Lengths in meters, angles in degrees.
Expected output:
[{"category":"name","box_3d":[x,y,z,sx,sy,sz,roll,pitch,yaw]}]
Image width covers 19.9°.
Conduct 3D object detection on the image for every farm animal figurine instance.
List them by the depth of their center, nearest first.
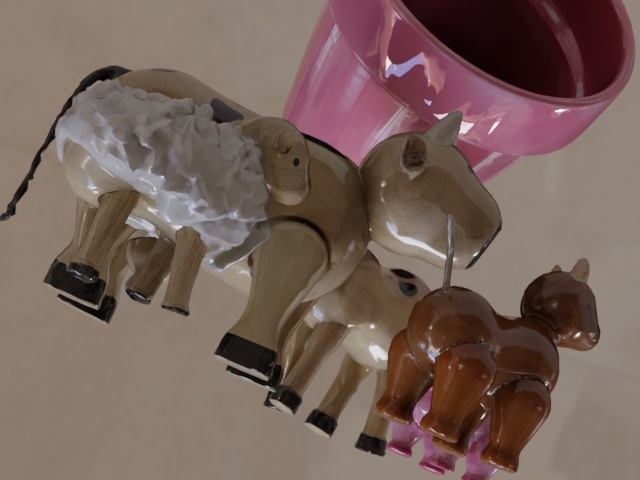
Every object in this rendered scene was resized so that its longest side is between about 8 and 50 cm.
[{"category":"farm animal figurine","box_3d":[0.000,0.000,0.986,0.327,0.172,0.330,25,170,-13]}]

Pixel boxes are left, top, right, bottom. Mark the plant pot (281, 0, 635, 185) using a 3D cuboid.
[{"category":"plant pot","box_3d":[0.071,-0.110,1.185,0.201,0.201,0.180,20,135,-21]}]
